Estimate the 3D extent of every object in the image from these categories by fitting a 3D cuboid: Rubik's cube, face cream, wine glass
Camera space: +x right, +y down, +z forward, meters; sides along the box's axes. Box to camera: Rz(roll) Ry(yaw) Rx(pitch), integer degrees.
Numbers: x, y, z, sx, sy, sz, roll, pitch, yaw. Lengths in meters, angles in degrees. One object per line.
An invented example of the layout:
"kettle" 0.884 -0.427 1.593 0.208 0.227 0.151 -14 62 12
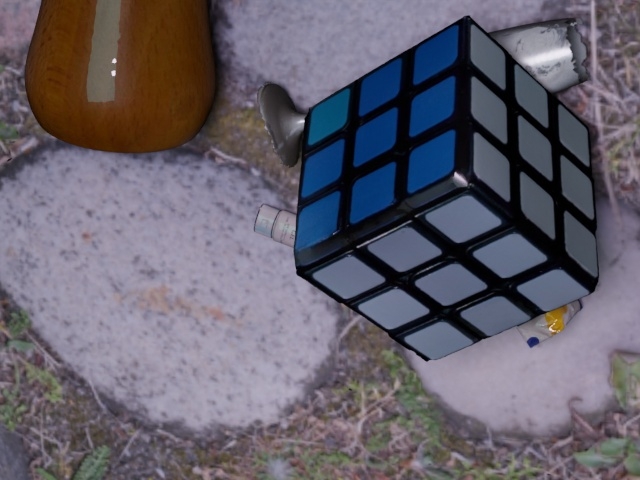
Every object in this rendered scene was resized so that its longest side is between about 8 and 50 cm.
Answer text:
"Rubik's cube" 0.090 -0.033 1.092 0.160 0.162 0.163 -27 134 34
"face cream" 0.000 0.000 1.257 0.115 0.020 0.038 21 110 11
"wine glass" 0.084 -0.119 1.168 0.262 0.074 0.074 -12 100 22

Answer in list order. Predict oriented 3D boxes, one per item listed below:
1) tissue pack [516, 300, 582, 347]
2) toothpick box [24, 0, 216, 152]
"tissue pack" 0.164 0.034 1.180 0.042 0.062 0.083 -32 91 33
"toothpick box" -0.146 -0.227 1.166 0.192 0.192 0.294 14 115 17
